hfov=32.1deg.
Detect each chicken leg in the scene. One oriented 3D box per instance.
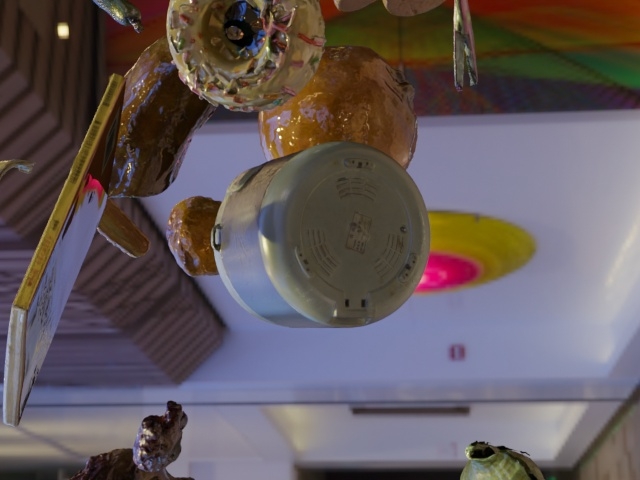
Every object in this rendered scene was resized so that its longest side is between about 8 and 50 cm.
[{"bbox_3d":[-0.193,0.244,1.369,0.089,0.048,0.219,-57,-6,-12],"label":"chicken leg"},{"bbox_3d":[-0.301,0.408,1.686,0.322,0.083,0.177,-43,-61,-51],"label":"chicken leg"}]

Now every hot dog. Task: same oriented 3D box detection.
[{"bbox_3d":[-0.430,-0.046,2.226,0.066,0.215,0.047,-53,19,-26],"label":"hot dog"}]

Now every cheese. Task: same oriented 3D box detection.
[{"bbox_3d":[-0.469,-0.103,1.671,0.041,0.084,0.060,59,168,-17],"label":"cheese"}]

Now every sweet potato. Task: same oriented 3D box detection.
[{"bbox_3d":[-0.240,-0.197,1.660,0.369,0.158,0.158,-57,10,24],"label":"sweet potato"}]

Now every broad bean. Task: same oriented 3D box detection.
[{"bbox_3d":[-0.315,-0.364,1.497,0.227,0.039,0.069,46,163,-5],"label":"broad bean"}]

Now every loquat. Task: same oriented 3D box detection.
[{"bbox_3d":[0.036,-0.212,2.137,0.328,0.328,0.328,-1,-90,-85],"label":"loquat"},{"bbox_3d":[-0.191,-0.005,1.837,0.113,0.137,0.137,-120,27,-74],"label":"loquat"}]

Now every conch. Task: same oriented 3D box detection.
[{"bbox_3d":[0.151,0.190,0.878,0.121,0.089,0.074,58,-140,-49],"label":"conch"}]

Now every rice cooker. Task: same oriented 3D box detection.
[{"bbox_3d":[0.000,-0.001,1.661,0.277,0.288,0.288,168,102,-65],"label":"rice cooker"}]

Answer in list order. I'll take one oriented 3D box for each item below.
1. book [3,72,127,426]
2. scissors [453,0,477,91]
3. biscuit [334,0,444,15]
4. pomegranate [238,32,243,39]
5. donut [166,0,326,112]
[{"bbox_3d":[-0.312,0.008,1.363,0.262,0.028,0.374,114,171,-49],"label":"book"},{"bbox_3d":[0.182,-0.288,1.432,0.133,0.020,0.187,-32,-61,-58],"label":"scissors"},{"bbox_3d":[0.073,-0.302,1.175,0.240,0.158,0.035,24,-136,-62],"label":"biscuit"},{"bbox_3d":[-0.140,-0.479,2.084,0.229,0.270,0.252,38,148,57],"label":"pomegranate"},{"bbox_3d":[-0.080,-0.210,1.111,0.068,0.174,0.174,-32,-58,-69],"label":"donut"}]
